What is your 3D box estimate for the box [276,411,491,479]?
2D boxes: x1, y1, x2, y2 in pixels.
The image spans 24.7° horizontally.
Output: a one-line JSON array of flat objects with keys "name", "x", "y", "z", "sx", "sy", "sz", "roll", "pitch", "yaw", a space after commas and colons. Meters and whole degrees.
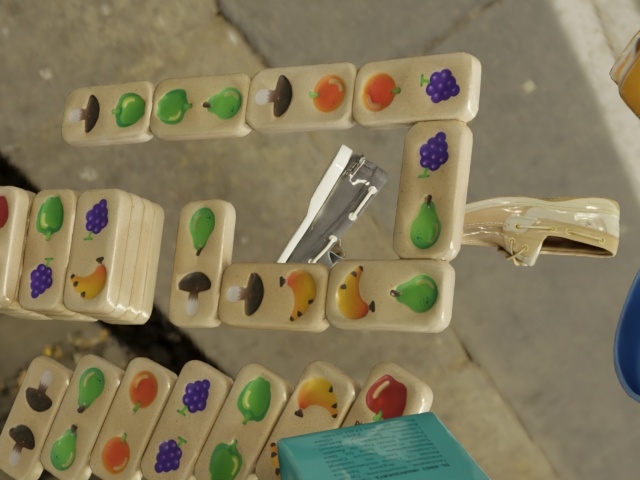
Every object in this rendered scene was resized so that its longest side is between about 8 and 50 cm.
[{"name": "box", "x": 0.043, "y": 0.140, "z": 0.415, "sx": 0.060, "sy": 0.244, "sz": 0.100, "roll": -9, "pitch": 105, "yaw": -10}]

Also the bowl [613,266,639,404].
[{"name": "bowl", "x": 0.388, "y": -0.010, "z": 1.139, "sx": 0.077, "sy": 0.391, "sz": 0.391, "roll": 38, "pitch": 113, "yaw": -8}]

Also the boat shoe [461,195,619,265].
[{"name": "boat shoe", "x": 0.195, "y": -0.005, "z": 1.358, "sx": 0.170, "sy": 0.059, "sz": 0.063, "roll": -3, "pitch": 160, "yaw": 3}]

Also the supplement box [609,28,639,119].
[{"name": "supplement box", "x": 0.159, "y": 0.012, "z": 0.277, "sx": 0.080, "sy": 0.233, "sz": 0.078, "roll": 1, "pitch": 132, "yaw": -38}]

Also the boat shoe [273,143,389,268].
[{"name": "boat shoe", "x": 0.000, "y": 0.000, "z": 0.907, "sx": 0.038, "sy": 0.046, "sz": 0.125, "roll": 29, "pitch": 111, "yaw": -2}]

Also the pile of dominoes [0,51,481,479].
[{"name": "pile of dominoes", "x": -0.057, "y": 0.015, "z": 0.643, "sx": 0.251, "sy": 0.196, "sz": 0.040, "roll": -1, "pitch": 167, "yaw": 35}]
